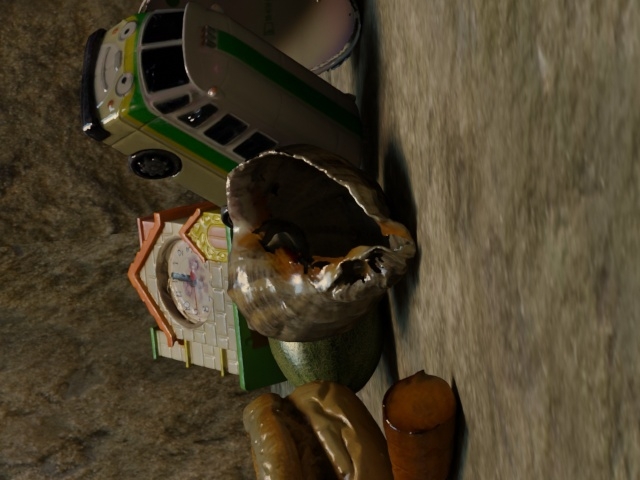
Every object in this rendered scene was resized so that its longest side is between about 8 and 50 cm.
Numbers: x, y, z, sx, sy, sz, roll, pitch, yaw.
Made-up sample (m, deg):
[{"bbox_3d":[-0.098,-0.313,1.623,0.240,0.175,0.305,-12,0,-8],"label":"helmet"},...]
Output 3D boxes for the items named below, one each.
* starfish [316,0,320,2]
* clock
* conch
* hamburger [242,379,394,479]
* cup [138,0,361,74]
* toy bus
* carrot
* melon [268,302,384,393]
[{"bbox_3d":[0.033,-0.300,1.693,0.130,0.041,0.133,24,-104,-74],"label":"starfish"},{"bbox_3d":[-0.140,0.055,2.022,0.255,0.106,0.220,7,106,48],"label":"clock"},{"bbox_3d":[0.009,-0.002,1.719,0.291,0.159,0.210,-14,91,44],"label":"conch"},{"bbox_3d":[0.014,0.294,1.761,0.318,0.158,0.319,161,90,-83],"label":"hamburger"},{"bbox_3d":[-0.080,-0.347,1.847,0.253,0.253,0.274,96,174,-64],"label":"cup"},{"bbox_3d":[-0.100,-0.138,1.785,0.305,0.179,0.143,30,-133,-39],"label":"toy bus"},{"bbox_3d":[0.093,0.213,1.536,0.205,0.072,0.072,87,173,-47],"label":"carrot"},{"bbox_3d":[0.006,0.095,1.885,0.139,0.139,0.192,93,171,-57],"label":"melon"}]
